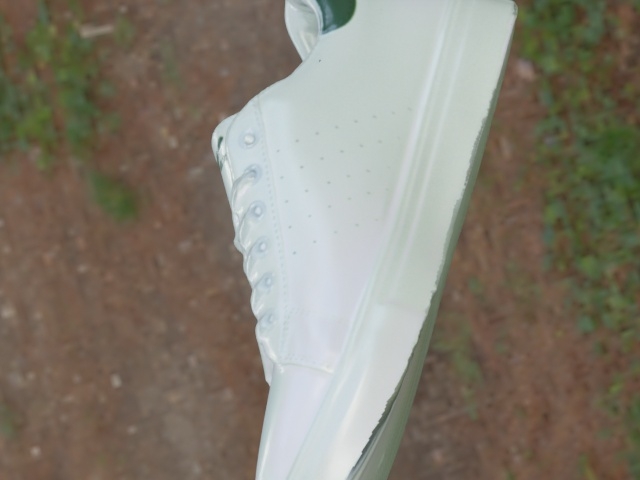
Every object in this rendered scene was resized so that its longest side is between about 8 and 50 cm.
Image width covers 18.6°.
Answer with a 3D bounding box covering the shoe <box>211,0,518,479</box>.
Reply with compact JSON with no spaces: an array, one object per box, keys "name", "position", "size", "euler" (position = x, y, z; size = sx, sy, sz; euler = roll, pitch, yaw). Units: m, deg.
[{"name":"shoe","position":[0.000,0.000,0.787],"size":[0.110,0.265,0.095],"euler":[18,147,6]}]
